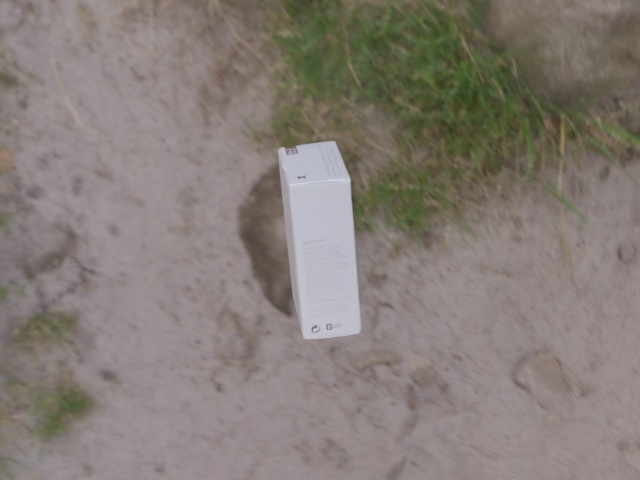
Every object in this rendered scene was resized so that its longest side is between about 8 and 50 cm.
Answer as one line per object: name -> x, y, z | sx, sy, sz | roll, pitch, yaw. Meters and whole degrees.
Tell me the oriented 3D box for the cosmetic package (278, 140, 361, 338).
cosmetic package -> 0.000, 0.000, 1.935 | 0.085, 0.231, 0.117 | -7, 30, -6
